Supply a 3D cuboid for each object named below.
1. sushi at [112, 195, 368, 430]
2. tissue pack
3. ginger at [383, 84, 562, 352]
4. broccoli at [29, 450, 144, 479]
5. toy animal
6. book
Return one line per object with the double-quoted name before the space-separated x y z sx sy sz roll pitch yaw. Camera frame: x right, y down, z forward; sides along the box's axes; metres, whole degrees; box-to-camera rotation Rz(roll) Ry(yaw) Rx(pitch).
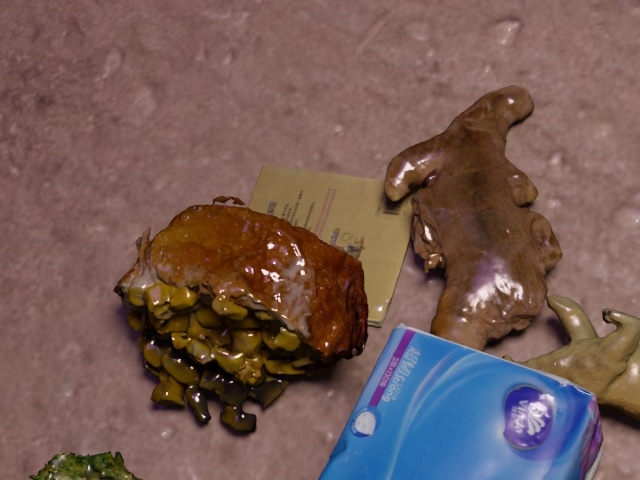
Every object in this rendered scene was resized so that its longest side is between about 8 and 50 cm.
"sushi" -0.080 0.070 1.078 0.296 0.167 0.179 14 56 16
"tissue pack" 0.097 0.231 0.926 0.198 0.146 0.263 18 62 26
"ginger" 0.149 -0.020 1.106 0.166 0.080 0.333 -2 62 0
"broccoli" -0.178 0.324 0.889 0.321 0.283 0.304 32 57 1
"toy animal" 0.265 0.115 0.982 0.218 0.103 0.101 16 91 6
"book" 0.000 0.000 1.177 0.192 0.013 0.168 9 63 21
